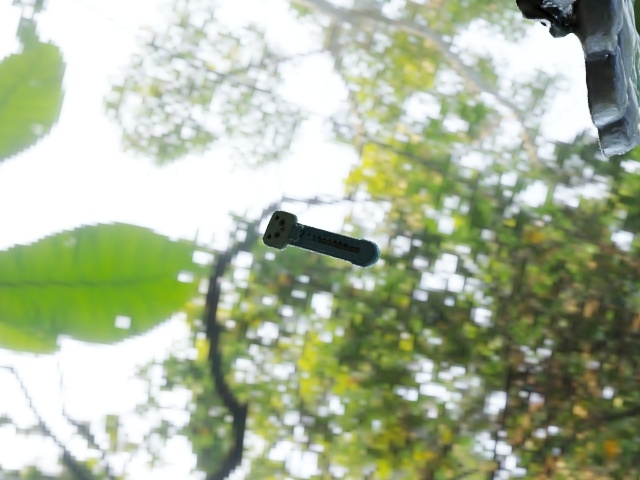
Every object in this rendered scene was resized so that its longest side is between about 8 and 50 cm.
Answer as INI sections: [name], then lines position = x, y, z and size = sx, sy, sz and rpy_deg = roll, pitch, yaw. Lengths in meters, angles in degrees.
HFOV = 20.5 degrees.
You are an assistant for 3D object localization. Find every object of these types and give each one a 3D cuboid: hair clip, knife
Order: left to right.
[knife]
position = 0.000, 0.000, 1.155
size = 0.096, 0.010, 0.027
rpy_deg = 16, -101, 38
[hair clip]
position = 0.119, -0.099, 0.796
size = 0.052, 0.195, 0.124
rpy_deg = 1, -97, 18

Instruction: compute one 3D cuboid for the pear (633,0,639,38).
[pear]
position = 0.238, -0.302, 1.364
size = 0.286, 0.282, 0.176
rpy_deg = -49, -173, 20
